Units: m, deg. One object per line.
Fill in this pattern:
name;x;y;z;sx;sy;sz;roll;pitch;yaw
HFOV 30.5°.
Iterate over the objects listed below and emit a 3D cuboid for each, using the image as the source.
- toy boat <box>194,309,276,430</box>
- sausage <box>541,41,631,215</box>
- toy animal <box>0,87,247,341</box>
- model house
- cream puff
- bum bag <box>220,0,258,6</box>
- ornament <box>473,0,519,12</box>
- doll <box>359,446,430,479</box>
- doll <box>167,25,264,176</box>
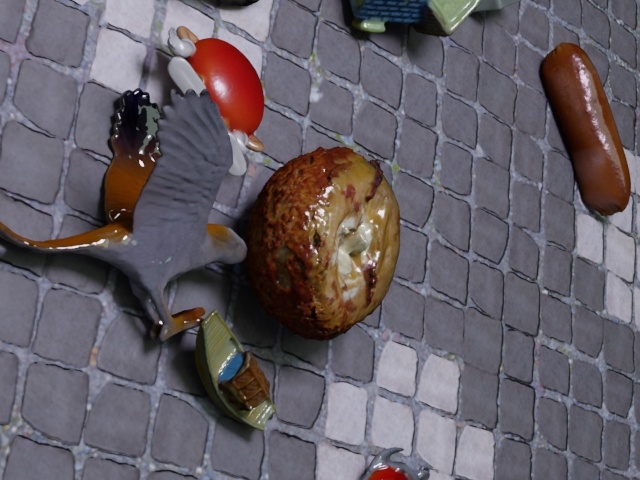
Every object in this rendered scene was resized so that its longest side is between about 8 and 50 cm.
toy boat;-0.102;0.153;1.369;0.065;0.066;0.172;-53;128;-37
sausage;0.450;-0.188;1.964;0.083;0.089;0.300;-21;93;-50
toy animal;-0.223;-0.005;1.285;0.284;0.225;0.302;-30;110;-24
model house;0.114;-0.393;1.691;0.214;0.195;0.189;-4;105;-28
cream puff;0.000;-0.001;1.446;0.240;0.164;0.240;-9;102;-49
bum bag;-0.172;-0.367;1.417;0.341;0.144;0.095;14;59;-39
ornament;0.239;-0.493;1.840;0.285;0.120;0.130;56;47;-17
doll;0.071;0.334;1.495;0.195;0.062;0.104;-24;77;-35
doll;-0.127;-0.182;1.416;0.183;0.085;0.217;58;18;-21
